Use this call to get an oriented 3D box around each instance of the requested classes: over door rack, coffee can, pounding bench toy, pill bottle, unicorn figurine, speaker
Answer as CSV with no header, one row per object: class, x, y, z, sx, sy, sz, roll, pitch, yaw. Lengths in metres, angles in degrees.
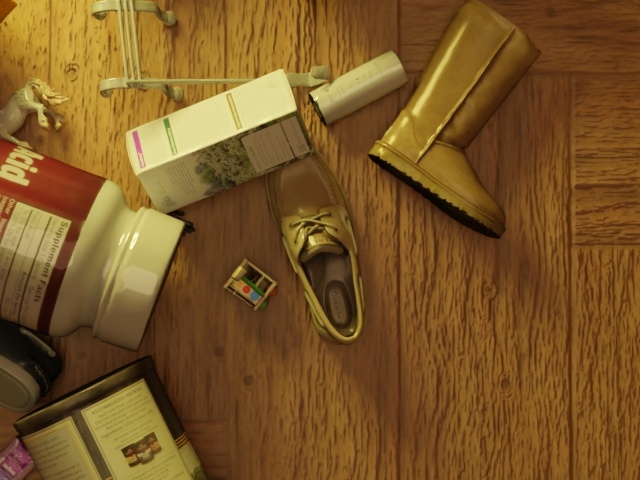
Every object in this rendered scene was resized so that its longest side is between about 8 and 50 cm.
over door rack,-0.161,-0.322,1.698,0.324,0.108,0.239,-5,89,-18
coffee can,-0.259,0.320,1.617,0.201,0.201,0.275,-26,90,-4
pounding bench toy,-0.095,0.065,1.692,0.065,0.083,0.052,38,86,-1
pill bottle,-0.394,-0.006,1.604,0.392,0.224,0.224,21,87,-5
unicorn figurine,-0.437,-0.164,1.696,0.111,0.060,0.162,43,72,8
speaker,0.055,-0.217,1.723,0.136,0.055,0.055,-29,90,-4

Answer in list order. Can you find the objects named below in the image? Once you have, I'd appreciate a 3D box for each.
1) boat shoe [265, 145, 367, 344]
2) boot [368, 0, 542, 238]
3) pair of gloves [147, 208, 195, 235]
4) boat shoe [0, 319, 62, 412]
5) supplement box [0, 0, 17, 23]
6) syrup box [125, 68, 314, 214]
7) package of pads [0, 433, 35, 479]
boat shoe,0.000,0.000,1.692,0.109,0.098,0.302,-16,89,-4
boot,0.229,-0.171,1.717,0.236,0.089,0.269,36,86,-2
pair of gloves,-0.206,-0.051,1.725,0.074,0.010,0.083,17,88,-3
boat shoe,-0.497,0.121,1.666,0.302,0.091,0.114,38,131,-3
supplement box,-0.597,-0.249,1.567,0.195,0.194,0.356,40,90,-2
syrup box,-0.138,-0.134,1.662,0.237,0.093,0.096,-21,49,3
package of pads,-0.433,0.318,1.691,0.050,0.032,0.083,44,87,-4
